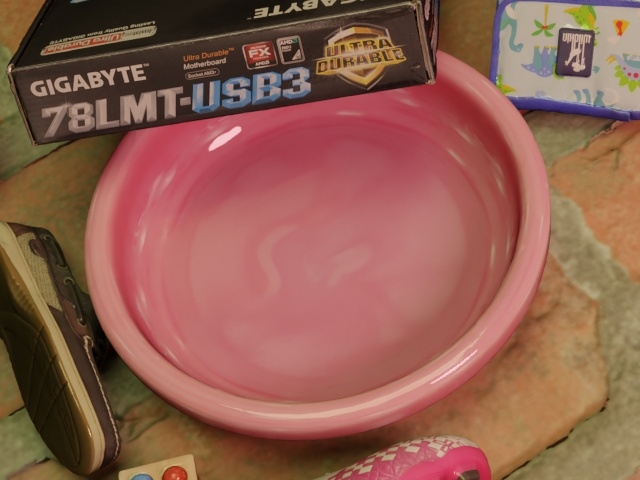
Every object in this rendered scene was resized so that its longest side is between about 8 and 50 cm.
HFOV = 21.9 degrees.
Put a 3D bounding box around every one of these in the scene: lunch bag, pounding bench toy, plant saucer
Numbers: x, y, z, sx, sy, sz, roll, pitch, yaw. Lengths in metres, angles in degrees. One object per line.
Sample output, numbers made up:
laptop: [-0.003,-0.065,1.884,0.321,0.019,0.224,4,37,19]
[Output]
lunch bag: [0.197,-0.166,1.252,0.128,0.096,0.151,6,74,12]
pounding bench toy: [-0.097,0.194,1.091,0.052,0.065,0.083,-14,57,2]
plant saucer: [0.000,0.000,1.185,0.332,0.084,0.332,-5,58,8]

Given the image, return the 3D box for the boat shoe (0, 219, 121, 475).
boat shoe: [-0.185,0.067,1.184,0.073,0.080,0.224,-9,50,-34]

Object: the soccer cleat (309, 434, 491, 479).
soccer cleat: [-0.043,0.193,1.020,0.331,0.116,0.143,-29,48,-30]

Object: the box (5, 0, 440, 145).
box: [-0.057,-0.184,1.238,0.295,0.073,0.293,-9,28,11]
